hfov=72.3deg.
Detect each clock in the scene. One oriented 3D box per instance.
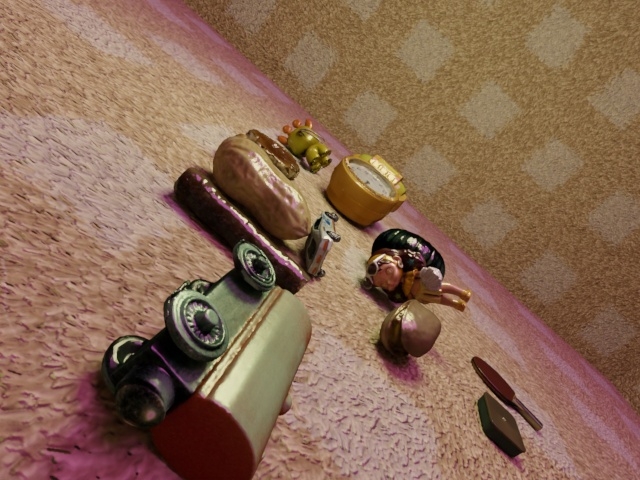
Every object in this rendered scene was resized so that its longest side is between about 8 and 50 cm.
[{"bbox_3d":[0.149,-0.167,1.471,0.244,0.200,0.317,40,26,8],"label":"clock"}]

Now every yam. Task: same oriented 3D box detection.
[{"bbox_3d":[-0.132,-0.013,0.726,0.274,0.061,0.061,43,18,1],"label":"yam"}]

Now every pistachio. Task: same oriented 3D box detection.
[{"bbox_3d":[0.172,0.171,0.843,0.113,0.113,0.149,49,18,22],"label":"pistachio"}]

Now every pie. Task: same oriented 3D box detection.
[{"bbox_3d":[-0.139,-0.252,1.288,0.195,0.046,0.195,37,20,-16],"label":"pie"}]

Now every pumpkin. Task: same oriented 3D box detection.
[{"bbox_3d":[0.230,0.051,1.147,0.202,0.140,0.202,37,-12,9],"label":"pumpkin"}]

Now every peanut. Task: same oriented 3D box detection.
[{"bbox_3d":[-0.119,-0.100,0.872,0.256,0.123,0.123,47,18,6],"label":"peanut"}]

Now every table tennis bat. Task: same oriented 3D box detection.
[{"bbox_3d":[0.469,0.383,1.110,0.220,0.019,0.130,48,18,23],"label":"table tennis bat"}]

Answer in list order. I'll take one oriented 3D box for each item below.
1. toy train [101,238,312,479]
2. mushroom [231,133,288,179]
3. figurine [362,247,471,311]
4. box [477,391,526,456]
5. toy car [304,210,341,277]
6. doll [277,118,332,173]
[{"bbox_3d":[-0.089,0.113,0.459,0.177,0.116,0.285,52,16,-6],"label":"toy train"},{"bbox_3d":[-0.141,-0.170,1.049,0.209,0.084,0.071,38,39,-19],"label":"mushroom"},{"bbox_3d":[0.214,0.099,0.997,0.240,0.174,0.116,27,37,21],"label":"figurine"},{"bbox_3d":[0.365,0.374,0.894,0.091,0.031,0.126,42,17,0],"label":"box"},{"bbox_3d":[0.000,0.000,0.917,0.056,0.095,0.205,19,22,-9],"label":"toy car"},{"bbox_3d":[-0.055,-0.348,1.573,0.221,0.143,0.135,55,-7,21],"label":"doll"}]
